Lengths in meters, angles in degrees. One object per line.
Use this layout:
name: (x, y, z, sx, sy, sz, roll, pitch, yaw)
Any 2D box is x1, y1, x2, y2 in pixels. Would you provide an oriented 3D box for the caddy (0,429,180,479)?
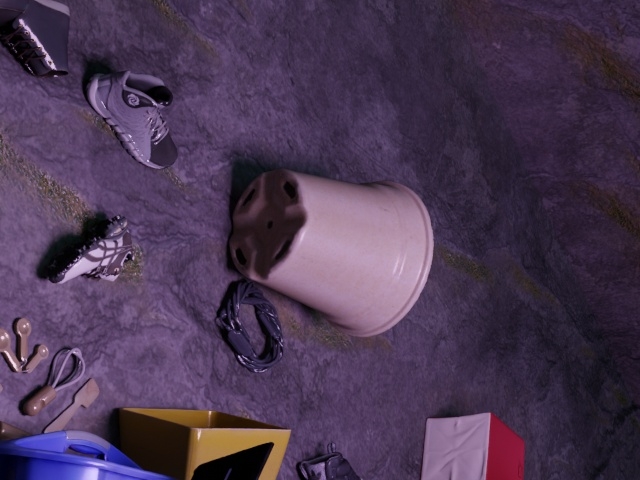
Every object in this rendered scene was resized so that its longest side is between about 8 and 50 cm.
caddy: (-0.352, 0.364, 1.589, 0.341, 0.241, 0.179, 31, 60, -50)

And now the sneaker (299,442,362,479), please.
sneaker: (0.002, 0.526, 2.219, 0.153, 0.101, 0.269, 65, 29, -20)

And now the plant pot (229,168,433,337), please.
plant pot: (0.000, 0.000, 2.204, 0.305, 0.333, 0.334, 19, 65, -41)

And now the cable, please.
cable: (-0.130, 0.171, 2.173, 0.184, 0.047, 0.151, 53, 36, -31)

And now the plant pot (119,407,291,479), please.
plant pot: (-0.202, 0.387, 1.836, 0.212, 0.212, 0.187, 10, 86, -44)

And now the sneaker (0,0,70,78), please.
sneaker: (-0.472, -0.325, 1.746, 0.222, 0.083, 0.118, -2, 83, -58)

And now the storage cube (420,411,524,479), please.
storage cube: (0.372, 0.546, 2.700, 0.193, 0.183, 0.215, 42, 48, -43)

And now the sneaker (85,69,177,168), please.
sneaker: (-0.295, -0.212, 1.940, 0.229, 0.132, 0.086, 46, 45, -40)

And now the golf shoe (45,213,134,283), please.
golf shoe: (-0.366, 0.035, 1.812, 0.198, 0.077, 0.094, -44, 118, -51)

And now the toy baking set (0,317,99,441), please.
toy baking set: (-0.431, 0.232, 1.695, 0.256, 0.030, 0.197, 43, 47, -43)

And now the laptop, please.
laptop: (-0.154, 0.439, 1.568, 0.136, 0.264, 0.234, 46, 43, -20)
